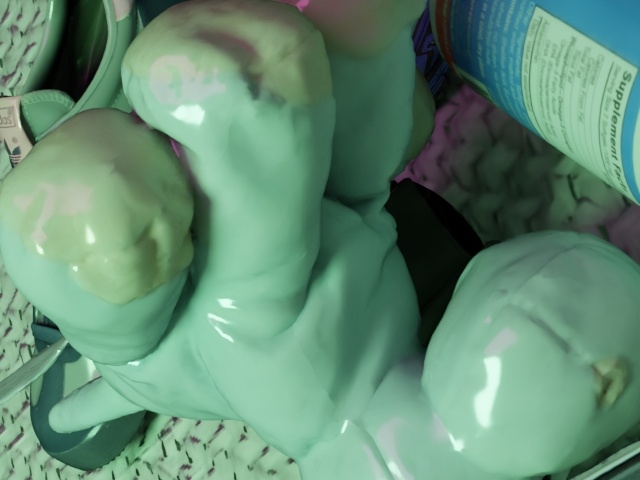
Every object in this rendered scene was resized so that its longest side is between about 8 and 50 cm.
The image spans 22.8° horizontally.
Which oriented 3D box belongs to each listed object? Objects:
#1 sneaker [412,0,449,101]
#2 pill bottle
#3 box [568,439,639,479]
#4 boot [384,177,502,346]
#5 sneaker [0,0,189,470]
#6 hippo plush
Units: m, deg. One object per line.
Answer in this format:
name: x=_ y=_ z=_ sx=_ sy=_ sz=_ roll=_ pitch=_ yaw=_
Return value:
sneaker: x=-0.011 y=-0.094 z=0.854 sx=0.221 sy=0.087 sz=0.083 roll=-29 pitch=59 yaw=38
pill bottle: x=0.154 y=-0.073 z=0.646 sx=0.221 sy=0.124 sz=0.124 roll=41 pitch=108 yaw=44
box: x=0.168 y=0.244 z=0.359 sx=0.179 sy=0.312 sz=0.343 roll=-31 pitch=52 yaw=5
boot: x=0.000 y=0.000 z=0.834 sx=0.198 sy=0.077 sz=0.137 roll=46 pitch=107 yaw=30
sneaker: x=-0.150 y=-0.027 z=0.947 sx=0.112 sy=0.131 sz=0.319 roll=-1 pitch=77 yaw=46
hippo plush: x=0.005 y=0.048 z=0.651 sx=0.236 sy=0.234 sz=0.294 roll=41 pitch=99 yaw=15
